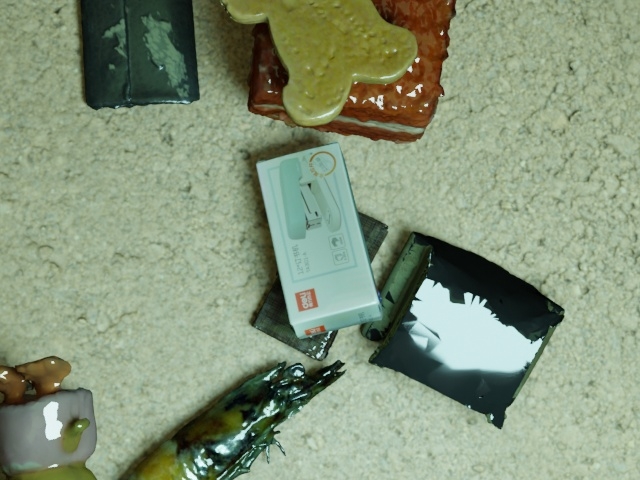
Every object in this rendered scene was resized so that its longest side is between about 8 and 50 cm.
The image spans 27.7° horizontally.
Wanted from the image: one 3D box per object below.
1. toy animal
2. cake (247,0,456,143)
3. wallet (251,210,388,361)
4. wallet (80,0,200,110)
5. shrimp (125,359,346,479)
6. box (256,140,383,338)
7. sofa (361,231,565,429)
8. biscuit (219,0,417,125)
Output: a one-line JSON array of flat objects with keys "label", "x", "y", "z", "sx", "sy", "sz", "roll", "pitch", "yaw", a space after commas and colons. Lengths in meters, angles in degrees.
[{"label": "toy animal", "x": -0.381, "y": 0.311, "z": 1.789, "sx": 0.195, "sy": 0.169, "sz": 0.281, "roll": -15, "pitch": 72, "yaw": 34}, {"label": "cake", "x": 0.038, "y": -0.287, "z": 1.849, "sx": 0.270, "sy": 0.319, "sz": 0.269, "roll": 9, "pitch": 84, "yaw": -1}, {"label": "wallet", "x": 0.000, "y": 0.054, "z": 1.935, "sx": 0.124, "sy": 0.042, "sz": 0.230, "roll": 26, "pitch": 80, "yaw": 6}, {"label": "wallet", "x": -0.275, "y": -0.358, "z": 1.951, "sx": 0.170, "sy": 0.044, "sz": 0.321, "roll": -3, "pitch": 83, "yaw": -11}, {"label": "shrimp", "x": -0.102, "y": 0.351, "z": 1.867, "sx": 0.272, "sy": 0.085, "sz": 0.445, "roll": 45, "pitch": 82, "yaw": -6}, {"label": "box", "x": 0.000, "y": 0.000, "z": 1.881, "sx": 0.135, "sy": 0.079, "sz": 0.269, "roll": -14, "pitch": 69, "yaw": 4}, {"label": "sofa", "x": 0.208, "y": 0.127, "z": 1.920, "sx": 0.258, "sy": 0.182, "sz": 0.200, "roll": 26, "pitch": 97, "yaw": -4}, {"label": "biscuit", "x": -0.017, "y": -0.326, "z": 1.670, "sx": 0.216, "sy": 0.047, "sz": 0.339, "roll": -30, "pitch": 82, "yaw": -6}]
